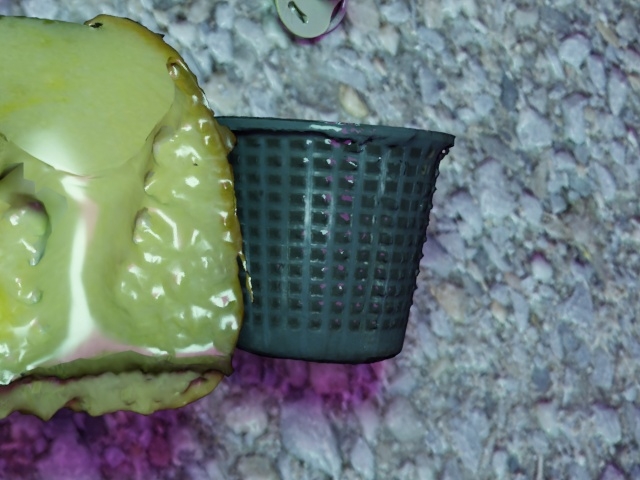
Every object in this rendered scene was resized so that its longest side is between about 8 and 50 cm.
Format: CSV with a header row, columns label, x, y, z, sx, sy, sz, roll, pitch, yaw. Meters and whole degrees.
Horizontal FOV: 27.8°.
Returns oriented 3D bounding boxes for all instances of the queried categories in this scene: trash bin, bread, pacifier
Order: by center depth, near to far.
label,x,y,z,sx,sy,sz,roll,pitch,yaw
bread,-0.151,-0.007,0.796,0.204,0.163,0.262,-4,67,-14
trash bin,0.000,0.000,0.877,0.175,0.175,0.161,3,91,-24
pacifier,0.006,-0.186,0.952,0.068,0.064,0.083,44,67,-32
